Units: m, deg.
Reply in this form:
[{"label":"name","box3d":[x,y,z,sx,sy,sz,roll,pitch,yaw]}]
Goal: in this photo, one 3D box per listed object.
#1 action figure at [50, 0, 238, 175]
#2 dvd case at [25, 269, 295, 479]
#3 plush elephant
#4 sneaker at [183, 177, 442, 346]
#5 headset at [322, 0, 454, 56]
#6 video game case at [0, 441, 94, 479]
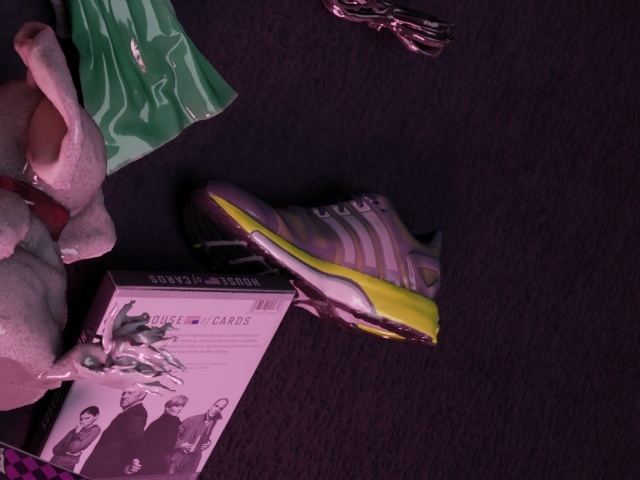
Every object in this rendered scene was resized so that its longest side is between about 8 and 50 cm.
[{"label":"action figure","box3d":[-0.169,-0.187,1.218,0.137,0.063,0.232,-36,115,-30]},{"label":"dvd case","box3d":[-0.143,0.124,1.319,0.179,0.029,0.239,3,127,-37]},{"label":"plush elephant","box3d":[-0.258,-0.021,1.117,0.330,0.255,0.272,3,151,-6]},{"label":"sneaker","box3d":[0.000,0.000,1.408,0.300,0.111,0.121,27,68,-39]},{"label":"headset","box3d":[0.125,-0.342,1.288,0.185,0.243,0.394,26,121,-15]},{"label":"video game case","box3d":[-0.327,0.202,1.175,0.210,0.042,0.232,-30,137,29]}]
